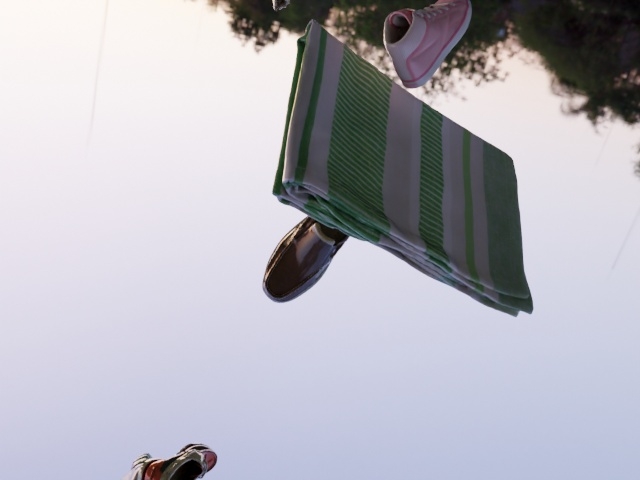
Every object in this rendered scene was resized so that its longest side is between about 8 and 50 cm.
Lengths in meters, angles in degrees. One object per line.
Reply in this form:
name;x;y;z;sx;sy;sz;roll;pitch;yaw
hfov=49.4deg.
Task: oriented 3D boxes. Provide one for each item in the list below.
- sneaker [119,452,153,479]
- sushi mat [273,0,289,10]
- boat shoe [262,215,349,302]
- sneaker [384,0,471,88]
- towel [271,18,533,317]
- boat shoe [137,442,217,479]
sneaker;-0.282;0.372;1.021;0.098;0.224;0.083;-29;-100;-14
sushi mat;-0.052;-0.433;0.768;0.019;0.151;0.317;-3;-109;-9
boat shoe;-0.006;-0.005;1.158;0.095;0.257;0.095;39;174;4
sneaker;0.113;-0.234;0.742;0.051;0.134;0.070;10;151;47
towel;0.102;-0.075;0.747;0.324;0.038;0.248;26;-131;-26
boat shoe;-0.167;0.284;0.864;0.043;0.049;0.137;3;174;26
